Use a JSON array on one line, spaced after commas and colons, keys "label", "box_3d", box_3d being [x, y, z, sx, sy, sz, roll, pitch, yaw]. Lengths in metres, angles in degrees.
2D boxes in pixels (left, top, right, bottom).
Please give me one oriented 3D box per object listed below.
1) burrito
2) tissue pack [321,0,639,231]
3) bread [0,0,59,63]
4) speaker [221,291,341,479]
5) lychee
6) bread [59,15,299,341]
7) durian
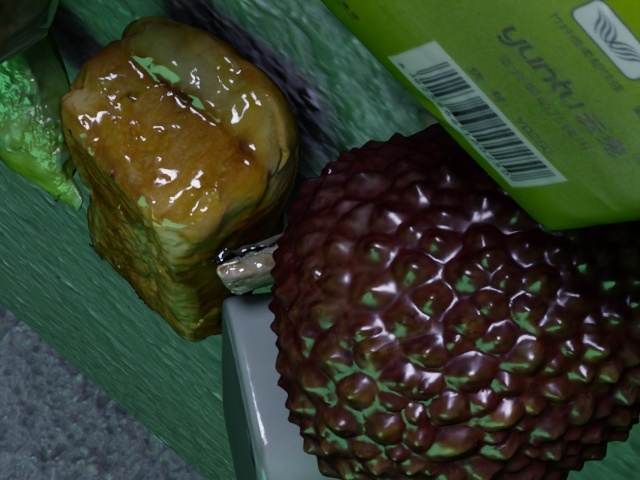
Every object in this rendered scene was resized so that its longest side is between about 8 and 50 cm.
[{"label": "burrito", "box_3d": [0.001, 0.002, 1.053, 0.051, 0.171, 0.042, 125, 123, -79]}, {"label": "tissue pack", "box_3d": [0.081, -0.156, 0.494, 0.275, 0.167, 0.200, 46, 159, -14]}, {"label": "bread", "box_3d": [-0.313, -0.238, 1.078, 0.210, 0.110, 0.192, 39, 140, 3]}, {"label": "speaker", "box_3d": [0.012, 0.171, 1.273, 0.406, 0.184, 0.183, 101, 157, -70]}, {"label": "lychee", "box_3d": [0.101, 0.046, 0.836, 0.271, 0.271, 0.271, 35, 161, 14]}, {"label": "bread", "box_3d": [-0.112, -0.048, 1.145, 0.195, 0.149, 0.344, 47, 164, 10]}, {"label": "durian", "box_3d": [-0.284, -0.146, 1.255, 0.139, 0.101, 0.250, -128, 18, -69]}]
